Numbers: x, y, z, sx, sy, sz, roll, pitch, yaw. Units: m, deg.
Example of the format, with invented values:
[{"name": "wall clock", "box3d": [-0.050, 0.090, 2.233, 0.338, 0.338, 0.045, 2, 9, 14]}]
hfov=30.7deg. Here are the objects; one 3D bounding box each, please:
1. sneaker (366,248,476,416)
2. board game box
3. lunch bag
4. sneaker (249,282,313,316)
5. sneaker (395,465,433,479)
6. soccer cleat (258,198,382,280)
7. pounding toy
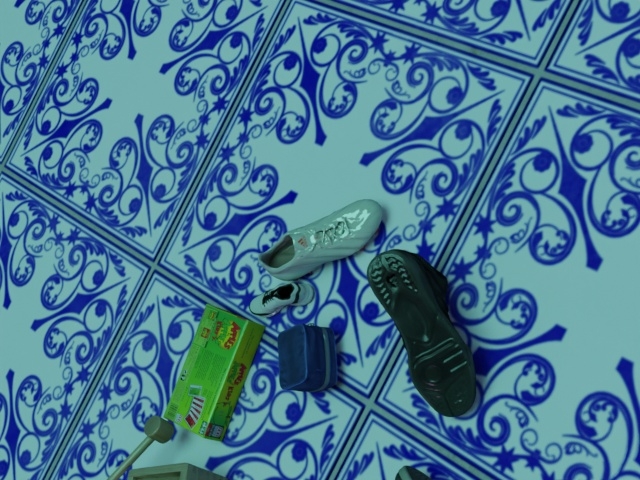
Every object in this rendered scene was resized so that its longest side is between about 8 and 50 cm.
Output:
[{"name": "sneaker", "box3d": [0.145, 0.112, 1.507, 0.087, 0.130, 0.227, -30, 86, 20]}, {"name": "board game box", "box3d": [-0.157, 0.195, 1.725, 0.092, 0.043, 0.181, 18, 85, 40]}, {"name": "lunch bag", "box3d": [-0.015, 0.161, 1.616, 0.067, 0.065, 0.098, -25, 60, 46]}, {"name": "sneaker", "box3d": [-0.065, 0.082, 1.695, 0.109, 0.044, 0.040, -22, 64, 32]}, {"name": "sneaker", "box3d": [0.125, 0.388, 1.413, 0.118, 0.083, 0.222, -44, 54, 18]}, {"name": "soccer cleat", "box3d": [0.000, 0.000, 1.653, 0.196, 0.076, 0.068, -32, 57, 24]}, {"name": "pounding toy", "box3d": [-0.225, 0.365, 1.691, 0.181, 0.094, 0.206, -15, 56, 38]}]
